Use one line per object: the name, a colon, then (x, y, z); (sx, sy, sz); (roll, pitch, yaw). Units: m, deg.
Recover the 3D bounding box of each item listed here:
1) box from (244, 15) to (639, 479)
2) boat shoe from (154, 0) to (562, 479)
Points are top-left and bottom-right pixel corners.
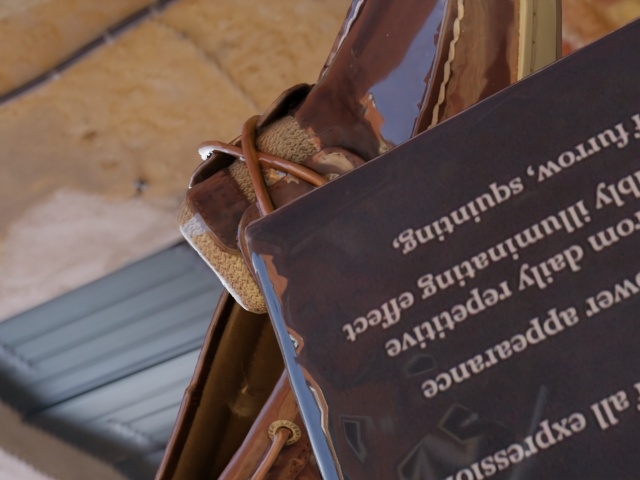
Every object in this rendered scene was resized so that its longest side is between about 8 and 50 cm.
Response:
box: (0.192, 0.123, 0.491); (0.212, 0.293, 0.396); (49, -162, -52)
boat shoe: (0.000, 0.000, 0.727); (0.123, 0.342, 0.123); (7, -156, -25)
